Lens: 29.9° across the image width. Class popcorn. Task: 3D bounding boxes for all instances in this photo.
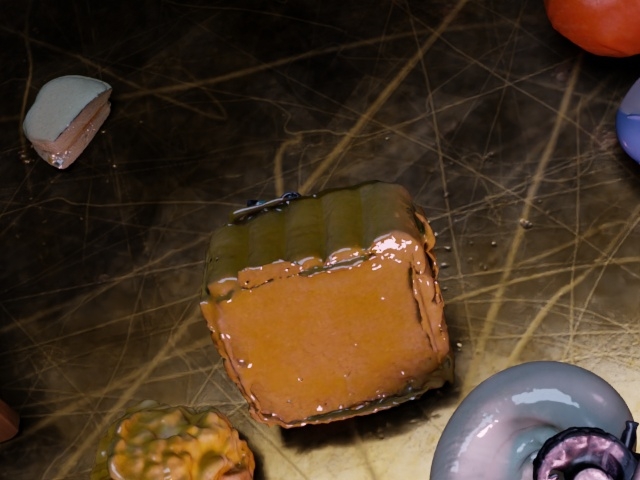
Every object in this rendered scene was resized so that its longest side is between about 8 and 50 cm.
[{"bbox_3d":[-0.162,0.232,1.189,0.163,0.140,0.194,18,38,28],"label":"popcorn"}]

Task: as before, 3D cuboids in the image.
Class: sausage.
[{"bbox_3d":[0.368,-0.294,1.280,0.268,0.141,0.153,-14,31,33],"label":"sausage"}]

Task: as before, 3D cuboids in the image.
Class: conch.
[{"bbox_3d":[0.198,0.218,1.132,0.221,0.121,0.185,-36,77,-1],"label":"conch"}]

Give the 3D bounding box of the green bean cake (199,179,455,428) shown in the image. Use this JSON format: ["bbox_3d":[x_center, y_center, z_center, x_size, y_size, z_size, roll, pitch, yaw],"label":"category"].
[{"bbox_3d":[0.012,0.064,1.189,0.230,0.224,0.131,-15,36,5],"label":"green bean cake"}]

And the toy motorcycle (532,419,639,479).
[{"bbox_3d":[0.302,0.291,1.046,0.173,0.108,0.307,-20,94,4],"label":"toy motorcycle"}]

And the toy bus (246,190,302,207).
[{"bbox_3d":[0.000,0.000,1.305,0.160,0.079,0.091,0,66,12],"label":"toy bus"}]

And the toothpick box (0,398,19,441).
[{"bbox_3d":[-0.474,0.076,1.336,0.187,0.190,0.308,-20,58,4],"label":"toothpick box"}]

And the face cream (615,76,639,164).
[{"bbox_3d":[0.430,-0.173,1.278,0.264,0.083,0.149,-37,50,-5],"label":"face cream"}]

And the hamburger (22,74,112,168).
[{"bbox_3d":[-0.317,-0.156,1.472,0.084,0.054,0.121,28,72,28],"label":"hamburger"}]
